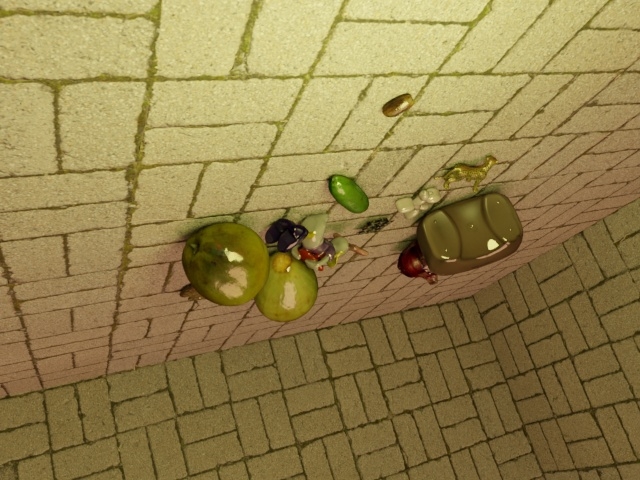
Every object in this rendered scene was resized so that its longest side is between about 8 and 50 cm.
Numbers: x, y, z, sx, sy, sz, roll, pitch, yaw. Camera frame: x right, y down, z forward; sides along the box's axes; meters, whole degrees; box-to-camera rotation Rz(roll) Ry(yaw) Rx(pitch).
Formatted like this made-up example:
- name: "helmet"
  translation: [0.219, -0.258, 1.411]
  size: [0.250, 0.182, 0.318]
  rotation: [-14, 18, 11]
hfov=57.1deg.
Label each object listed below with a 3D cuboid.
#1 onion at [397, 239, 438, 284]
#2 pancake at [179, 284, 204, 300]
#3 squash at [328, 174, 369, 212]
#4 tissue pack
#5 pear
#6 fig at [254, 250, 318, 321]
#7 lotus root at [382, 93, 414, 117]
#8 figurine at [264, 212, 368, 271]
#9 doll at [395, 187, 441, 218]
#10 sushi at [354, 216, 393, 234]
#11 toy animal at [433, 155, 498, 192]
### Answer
- name: "onion"
  translation: [0.472, 0.097, 2.652]
  size: [0.252, 0.219, 0.252]
  rotation: [-18, 171, -3]
- name: "pancake"
  translation: [-0.466, 0.204, 2.415]
  size: [0.212, 0.029, 0.235]
  rotation: [-16, 162, -5]
- name: "squash"
  translation: [0.098, -0.139, 1.863]
  size: [0.082, 0.082, 0.292]
  rotation: [-23, 161, 15]
- name: "tissue pack"
  translation: [0.588, -0.016, 2.351]
  size: [0.388, 0.267, 0.277]
  rotation: [-18, 164, -2]
- name: "pear"
  translation: [-0.293, 0.075, 1.876]
  size: [0.269, 0.268, 0.321]
  rotation: [-26, 141, 23]
- name: "fig"
  translation: [-0.132, 0.165, 2.265]
  size: [0.258, 0.258, 0.326]
  rotation: [-12, 147, -15]
- name: "lotus root"
  translation: [0.190, -0.334, 1.461]
  size: [0.083, 0.037, 0.030]
  rotation: [-26, 156, 24]
- name: "figurine"
  translation: [-0.005, 0.003, 2.071]
  size: [0.421, 0.154, 0.193]
  rotation: [31, 90, -51]
- name: "doll"
  translation: [0.358, -0.139, 2.127]
  size: [0.160, 0.059, 0.161]
  rotation: [-23, 160, 16]
- name: "sushi"
  translation: [0.203, -0.060, 2.267]
  size: [0.120, 0.026, 0.126]
  rotation: [-8, 164, -33]
- name: "toy animal"
  translation: [0.491, -0.233, 1.989]
  size: [0.182, 0.073, 0.136]
  rotation: [3, 147, -19]
